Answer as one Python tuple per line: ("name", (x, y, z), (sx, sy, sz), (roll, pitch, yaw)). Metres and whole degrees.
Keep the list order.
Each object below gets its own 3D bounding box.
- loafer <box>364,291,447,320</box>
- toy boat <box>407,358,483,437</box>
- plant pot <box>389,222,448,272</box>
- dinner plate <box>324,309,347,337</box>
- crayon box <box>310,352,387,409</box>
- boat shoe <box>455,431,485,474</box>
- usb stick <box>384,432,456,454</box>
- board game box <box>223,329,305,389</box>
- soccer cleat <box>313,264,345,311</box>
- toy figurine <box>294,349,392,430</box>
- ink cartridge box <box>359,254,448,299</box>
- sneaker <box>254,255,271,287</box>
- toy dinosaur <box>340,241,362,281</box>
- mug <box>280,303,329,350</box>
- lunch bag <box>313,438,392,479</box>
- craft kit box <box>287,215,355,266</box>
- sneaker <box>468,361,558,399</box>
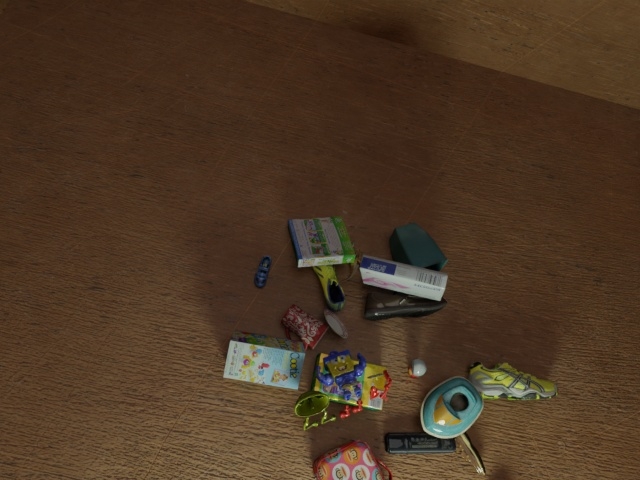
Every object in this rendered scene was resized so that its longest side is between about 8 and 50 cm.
("loafer", (0.360, 0.254, 1.984), (0.366, 0.134, 0.130), (-2, 67, -13))
("toy boat", (0.461, 0.600, 1.822), (0.267, 0.148, 0.318), (-38, 70, -16))
("plant pot", (0.410, 0.052, 2.074), (0.166, 0.165, 0.234), (-16, 62, -18))
("dinner plate", (0.059, 0.340, 1.898), (0.017, 0.141, 0.141), (-42, 78, 12))
("crayon box", (0.110, 0.553, 1.829), (0.279, 0.081, 0.165), (14, 64, -5))
("boat shoe", (0.577, 0.827, 1.823), (0.060, 0.064, 0.178), (-35, 70, 15))
("usb stick", (0.383, 0.780, 1.802), (0.278, 0.045, 0.077), (3, 62, -8))
("board game box", (-0.208, 0.443, 1.753), (0.276, 0.142, 0.144), (12, 94, -6))
("soccer cleat", (0.039, 0.155, 1.966), (0.094, 0.121, 0.289), (-12, 68, -16))
("toy figurine", (0.058, 0.516, 1.743), (0.363, 0.191, 0.217), (-17, 41, -10))
("ink cartridge box", (0.329, 0.165, 1.873), (0.324, 0.330, 0.071), (12, 73, 14))
("sneaker", (-0.240, 0.125, 1.956), (0.053, 0.059, 0.144), (15, 65, -8))
("toy dinosaur", (0.152, 0.107, 2.056), (0.112, 0.064, 0.211), (2, 55, 6))
("mug", (-0.076, 0.351, 1.865), (0.169, 0.113, 0.150), (35, 62, 8))
("lunch bag", (0.134, 0.875, 1.671), (0.258, 0.120, 0.293), (-18, 71, -19))
("craft kit box", (0.000, 0.000, 2.017), (0.247, 0.060, 0.249), (-6, 46, -11))
("sneaker", (0.798, 0.579, 1.929), (0.385, 0.145, 0.147), (7, 67, -10))
